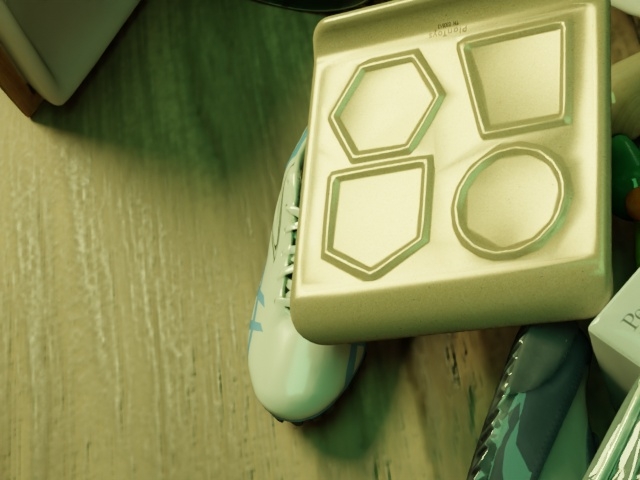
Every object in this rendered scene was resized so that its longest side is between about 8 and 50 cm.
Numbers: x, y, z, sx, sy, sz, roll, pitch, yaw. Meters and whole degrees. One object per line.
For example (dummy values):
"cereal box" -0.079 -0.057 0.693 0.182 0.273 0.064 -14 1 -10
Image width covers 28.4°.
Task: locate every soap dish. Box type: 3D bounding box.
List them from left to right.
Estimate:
"soap dish" -0.193 -0.266 0.936 0.118 0.229 0.290 26 74 16

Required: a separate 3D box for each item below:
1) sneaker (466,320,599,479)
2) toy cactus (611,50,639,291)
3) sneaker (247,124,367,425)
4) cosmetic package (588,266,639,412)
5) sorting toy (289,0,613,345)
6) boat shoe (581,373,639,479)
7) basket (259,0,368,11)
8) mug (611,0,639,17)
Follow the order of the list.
"sneaker" 0.127 0.193 0.665 0.131 0.112 0.319 12 71 8
"toy cactus" 0.158 -0.053 0.791 0.180 0.112 0.219 -37 52 -24
"sneaker" 0.000 0.000 0.814 0.085 0.086 0.237 6 67 21
"cosmetic package" 0.300 0.048 0.647 0.225 0.138 0.224 37 80 33
"sorting toy" 0.076 -0.047 0.731 0.193 0.038 0.208 -9 68 30
"boat shoe" 0.127 0.189 0.554 0.099 0.116 0.319 32 96 54
"basket" 0.006 -0.307 0.941 0.204 0.154 0.226 15 66 32
"mug" 0.242 -0.322 0.815 0.328 0.276 0.374 -51 28 -2
